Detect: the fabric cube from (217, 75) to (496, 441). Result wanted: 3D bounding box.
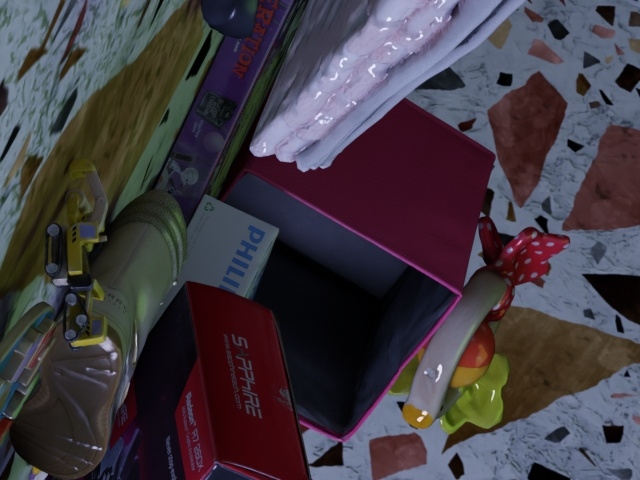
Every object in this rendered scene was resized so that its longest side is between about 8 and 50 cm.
[{"bbox_3d":[0.000,0.000,2.080,0.259,0.254,0.258,-54,-169,36],"label":"fabric cube"}]

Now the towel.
[{"bbox_3d":[0.086,-0.211,0.943,0.332,0.053,0.317,-37,-151,64],"label":"towel"}]

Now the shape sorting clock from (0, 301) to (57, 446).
[{"bbox_3d":[-0.214,0.128,1.198,0.206,0.040,0.206,26,90,-89],"label":"shape sorting clock"}]

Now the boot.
[{"bbox_3d":[-0.167,0.075,1.531,0.213,0.077,0.165,115,-1,-48],"label":"boot"}]

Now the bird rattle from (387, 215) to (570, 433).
[{"bbox_3d":[0.161,0.098,2.063,0.253,0.143,0.207,-59,171,28],"label":"bird rattle"}]

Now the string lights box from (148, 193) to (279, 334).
[{"bbox_3d":[-0.109,0.065,1.804,0.260,0.076,0.133,114,1,-72],"label":"string lights box"}]

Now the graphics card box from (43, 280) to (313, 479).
[{"bbox_3d":[-0.152,0.239,1.550,0.371,0.094,0.233,-54,-153,24],"label":"graphics card box"}]

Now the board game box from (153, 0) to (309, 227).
[{"bbox_3d":[-0.091,-0.109,1.813,0.347,0.056,0.208,-64,175,8],"label":"board game box"}]

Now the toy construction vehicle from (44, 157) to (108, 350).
[{"bbox_3d":[-0.142,0.009,1.214,0.086,0.035,0.098,78,10,-68],"label":"toy construction vehicle"}]

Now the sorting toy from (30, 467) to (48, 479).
[{"bbox_3d":[-0.252,0.219,1.906,0.075,0.045,0.083,-77,-170,-57],"label":"sorting toy"}]

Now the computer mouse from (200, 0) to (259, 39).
[{"bbox_3d":[-0.065,-0.186,1.473,0.242,0.041,0.071,-110,-151,-84],"label":"computer mouse"}]
